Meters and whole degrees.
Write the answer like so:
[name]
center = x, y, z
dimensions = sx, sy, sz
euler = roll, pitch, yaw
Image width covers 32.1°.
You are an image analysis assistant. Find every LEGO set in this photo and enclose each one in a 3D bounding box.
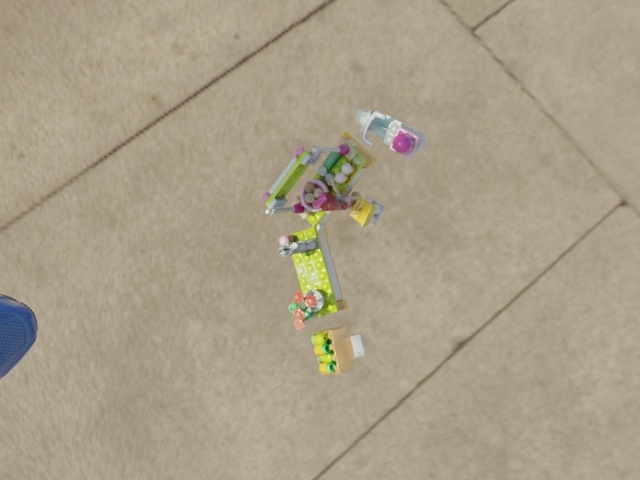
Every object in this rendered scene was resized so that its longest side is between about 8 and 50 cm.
[LEGO set]
center = 0.000, 0.000, 1.136
dimensions = 0.132, 0.107, 0.287
euler = 22, 104, 24

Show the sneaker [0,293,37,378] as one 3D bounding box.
[sneaker]
center = -0.397, 0.160, 1.087
dimensions = 0.330, 0.147, 0.129
euler = -38, 127, -44
